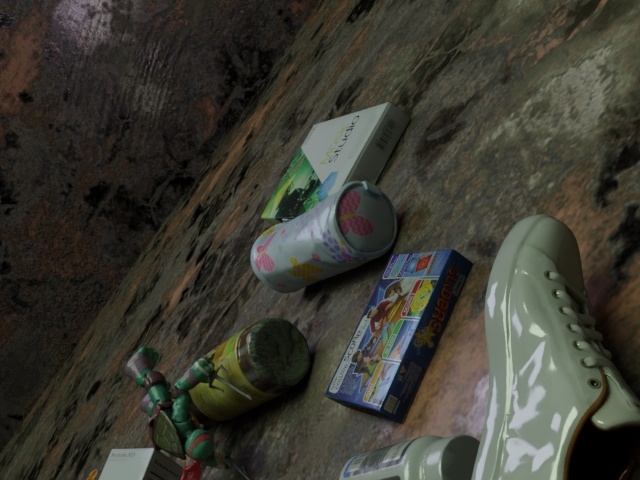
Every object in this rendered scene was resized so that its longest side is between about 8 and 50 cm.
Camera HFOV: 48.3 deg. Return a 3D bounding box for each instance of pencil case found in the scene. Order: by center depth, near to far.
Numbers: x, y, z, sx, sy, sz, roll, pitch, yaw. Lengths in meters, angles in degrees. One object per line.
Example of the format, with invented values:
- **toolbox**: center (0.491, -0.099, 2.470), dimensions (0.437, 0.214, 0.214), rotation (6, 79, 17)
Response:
- **pencil case**: center (0.000, 0.000, 1.095), dimensions (0.273, 0.113, 0.124), rotation (-24, 36, 56)

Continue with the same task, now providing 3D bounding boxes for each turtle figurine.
- **turtle figurine**: center (-0.189, 0.247, 1.005), dimensions (0.234, 0.118, 0.175), rotation (25, 119, 44)

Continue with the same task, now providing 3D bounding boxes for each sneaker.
- **sneaker**: center (0.194, 0.102, 0.533), dimensions (0.123, 0.106, 0.290), rotation (-20, 48, 45)

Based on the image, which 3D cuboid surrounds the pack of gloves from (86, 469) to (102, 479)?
- **pack of gloves**: center (-0.450, 0.515, 1.312), dimensions (0.195, 0.046, 0.232), rotation (-59, -12, -21)

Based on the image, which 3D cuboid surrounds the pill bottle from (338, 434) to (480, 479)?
- **pill bottle**: center (0.083, 0.215, 0.626), dimensions (0.137, 0.078, 0.078), rotation (-34, 30, 47)

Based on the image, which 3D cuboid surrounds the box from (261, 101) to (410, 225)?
- **box**: center (0.016, -0.127, 1.325), dimensions (0.232, 0.058, 0.322), rotation (-61, 21, -11)

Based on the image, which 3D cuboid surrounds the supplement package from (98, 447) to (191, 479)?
- **supplement package**: center (-0.291, 0.426, 1.102), dimensions (0.105, 0.105, 0.179), rotation (-13, 43, 32)

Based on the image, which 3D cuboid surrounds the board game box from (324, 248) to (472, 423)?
- **board game box**: center (0.089, 0.107, 0.841), dimensions (0.201, 0.035, 0.136), rotation (-63, 21, -15)

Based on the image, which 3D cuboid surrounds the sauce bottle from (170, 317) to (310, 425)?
- **sauce bottle**: center (-0.153, 0.225, 1.114), dimensions (0.344, 0.111, 0.111), rotation (-36, 29, 43)
